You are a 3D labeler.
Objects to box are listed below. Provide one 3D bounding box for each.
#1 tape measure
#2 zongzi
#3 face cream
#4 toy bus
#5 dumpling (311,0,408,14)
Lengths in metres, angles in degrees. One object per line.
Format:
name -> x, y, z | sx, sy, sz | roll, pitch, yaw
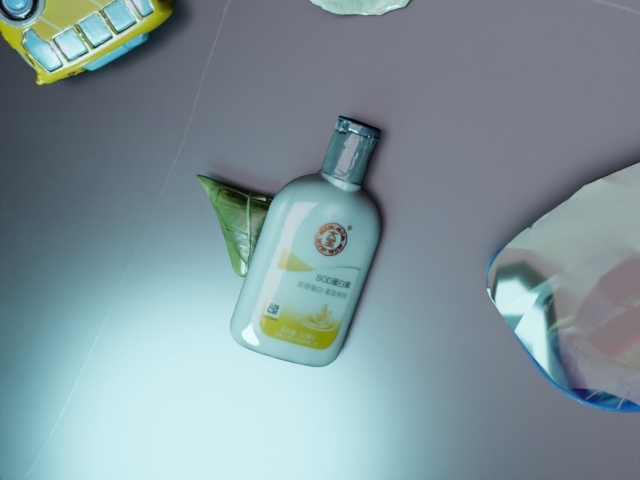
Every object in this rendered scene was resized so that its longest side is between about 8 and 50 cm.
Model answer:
tape measure -> 0.344, 0.057, 1.762 | 0.259, 0.138, 0.262 | -32, 90, 11
zongzi -> -0.109, -0.014, 1.859 | 0.113, 0.052, 0.104 | 18, 91, 1
face cream -> 0.000, 0.000, 1.828 | 0.144, 0.071, 0.291 | 18, 97, -21
toy bus -> -0.273, -0.272, 1.831 | 0.209, 0.126, 0.136 | -28, 99, 9
dumpling -> 0.078, -0.331, 1.783 | 0.229, 0.124, 0.151 | -28, 128, 2
